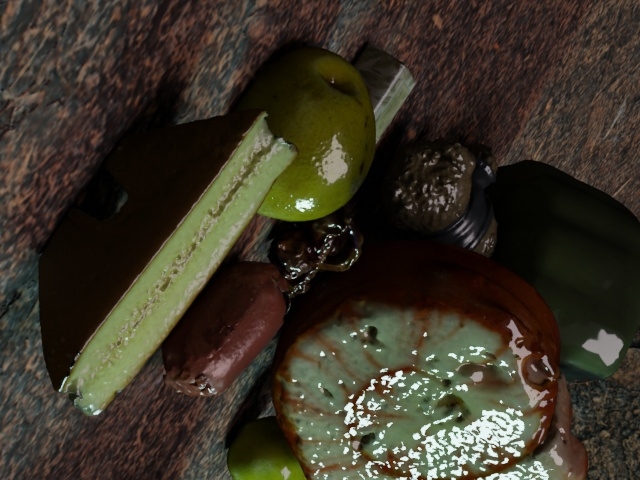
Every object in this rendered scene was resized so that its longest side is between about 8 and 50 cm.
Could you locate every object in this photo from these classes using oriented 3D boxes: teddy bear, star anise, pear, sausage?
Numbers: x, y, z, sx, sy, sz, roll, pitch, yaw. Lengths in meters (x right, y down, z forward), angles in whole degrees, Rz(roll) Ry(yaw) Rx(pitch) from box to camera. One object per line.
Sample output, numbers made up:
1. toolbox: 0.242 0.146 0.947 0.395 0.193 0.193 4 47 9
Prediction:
1. teddy bear: 0.121 -0.020 1.638 0.182 0.129 0.251 -54 163 -15
2. star anise: 0.000 0.000 1.439 0.097 0.070 0.191 -41 171 -13
3. pear: -0.056 0.236 1.682 0.092 0.097 0.092 -15 170 -3
4. pear: -0.007 -0.076 1.255 0.141 0.104 0.141 -48 164 -18
5. sausage: -0.082 0.078 1.372 0.141 0.076 0.076 -47 160 -27

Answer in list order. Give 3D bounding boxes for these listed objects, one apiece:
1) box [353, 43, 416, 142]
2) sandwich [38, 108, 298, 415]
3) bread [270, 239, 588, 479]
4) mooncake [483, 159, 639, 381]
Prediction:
1. box: 0.038 -0.117 1.389 0.098 0.045 0.062 -57 162 -2
2. sandwich: -0.125 -0.001 1.105 0.244 0.088 0.090 -52 154 -2
3. bread: 0.099 0.150 1.584 0.114 0.295 0.328 -75 151 -48
4. mooncake: 0.207 0.073 1.781 0.351 0.187 0.351 -60 -167 23
